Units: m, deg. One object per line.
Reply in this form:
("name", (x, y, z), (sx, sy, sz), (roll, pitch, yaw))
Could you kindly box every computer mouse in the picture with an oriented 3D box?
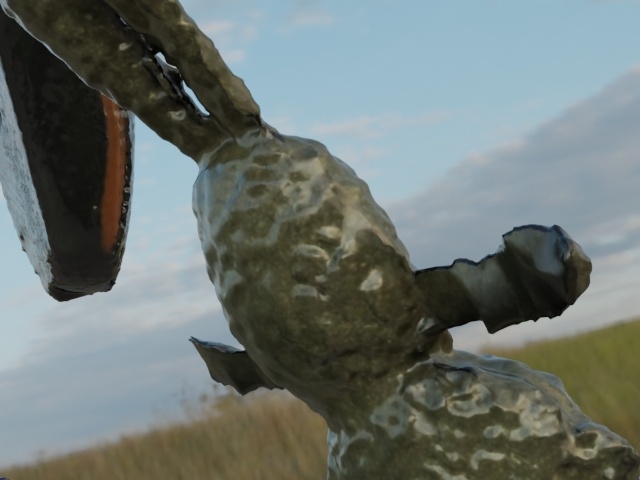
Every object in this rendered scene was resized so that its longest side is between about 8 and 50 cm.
("computer mouse", (-0.208, -0.111, 1.027), (0.116, 0.323, 0.183), (-17, 19, -18))

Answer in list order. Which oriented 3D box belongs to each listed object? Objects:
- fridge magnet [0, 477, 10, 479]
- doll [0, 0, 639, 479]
("fridge magnet", (-0.142, 0.195, 0.426), (0.112, 0.266, 0.265), (4, -13, -10))
("doll", (-0.010, 0.009, 0.452), (0.091, 0.286, 0.203), (-45, -14, -48))
